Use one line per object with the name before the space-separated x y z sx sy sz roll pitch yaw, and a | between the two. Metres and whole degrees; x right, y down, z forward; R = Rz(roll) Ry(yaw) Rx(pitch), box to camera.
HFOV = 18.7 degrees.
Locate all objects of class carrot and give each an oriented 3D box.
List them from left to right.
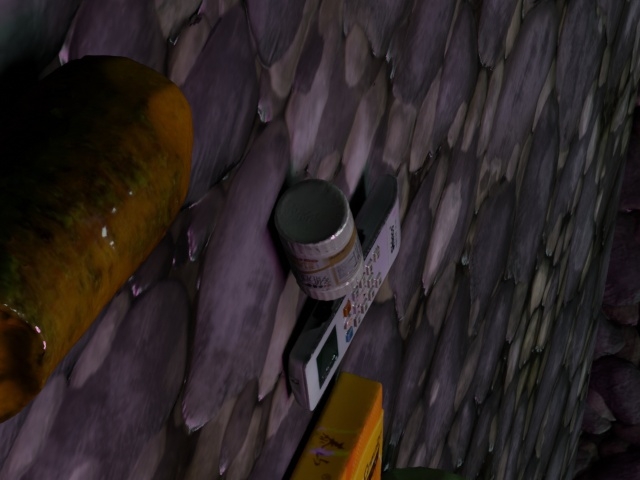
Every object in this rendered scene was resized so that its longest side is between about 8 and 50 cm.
carrot | -0.105 -0.002 0.730 0.173 0.082 0.082 -65 163 -45

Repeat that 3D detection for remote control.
remote control | 0.017 0.034 1.327 0.065 0.029 0.166 85 29 -55

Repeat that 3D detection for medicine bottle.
medicine bottle | 0.000 0.000 1.193 0.083 0.047 0.047 73 35 -64

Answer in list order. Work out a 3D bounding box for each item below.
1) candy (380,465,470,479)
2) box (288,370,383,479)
candy | 0.094 0.346 1.701 0.132 0.142 0.343 -60 156 -44
box | 0.005 0.242 1.459 0.269 0.043 0.152 91 18 -46
